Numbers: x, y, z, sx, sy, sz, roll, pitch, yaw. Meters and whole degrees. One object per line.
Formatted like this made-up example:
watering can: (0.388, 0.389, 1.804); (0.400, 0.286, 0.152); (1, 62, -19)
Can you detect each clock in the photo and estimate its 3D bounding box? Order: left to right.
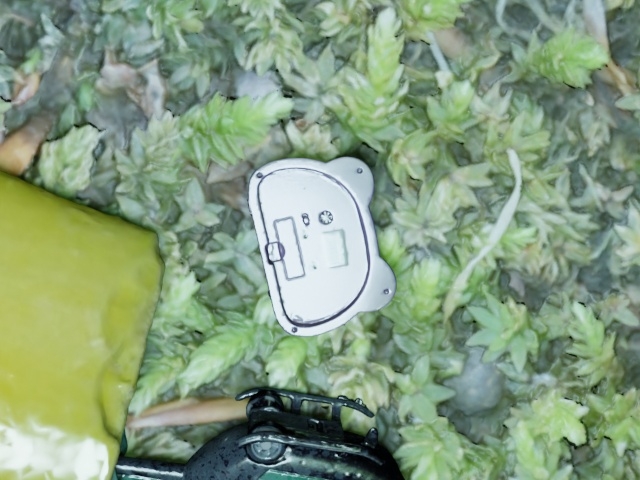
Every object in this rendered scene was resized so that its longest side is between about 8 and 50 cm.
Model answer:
clock: (0.000, 0.000, 1.176); (0.110, 0.050, 0.152); (-12, 95, -1)

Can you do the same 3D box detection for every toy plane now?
toy plane: (-0.074, 0.212, 1.170); (0.382, 0.106, 0.155); (9, 106, -8)

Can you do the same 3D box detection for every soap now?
soap: (-0.354, 0.060, 1.100); (0.427, 0.115, 0.306); (20, 72, -12)
